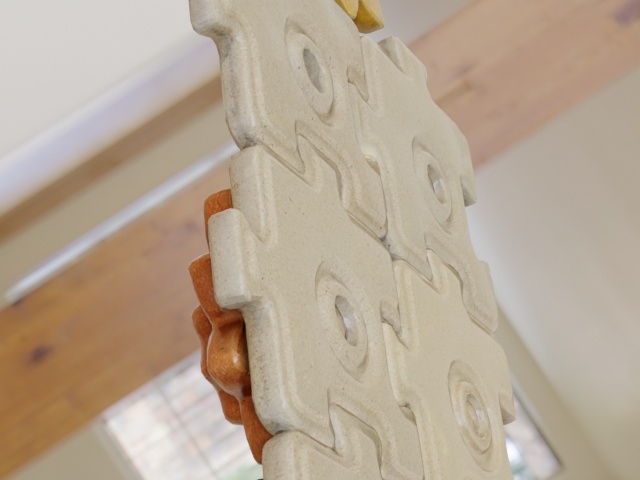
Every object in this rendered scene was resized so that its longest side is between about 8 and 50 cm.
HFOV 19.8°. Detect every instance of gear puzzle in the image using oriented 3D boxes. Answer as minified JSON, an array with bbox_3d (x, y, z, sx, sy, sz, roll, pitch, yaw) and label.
[{"bbox_3d":[0.000,0.000,0.530,0.044,0.338,0.175,-20,149,22],"label":"gear puzzle"}]
